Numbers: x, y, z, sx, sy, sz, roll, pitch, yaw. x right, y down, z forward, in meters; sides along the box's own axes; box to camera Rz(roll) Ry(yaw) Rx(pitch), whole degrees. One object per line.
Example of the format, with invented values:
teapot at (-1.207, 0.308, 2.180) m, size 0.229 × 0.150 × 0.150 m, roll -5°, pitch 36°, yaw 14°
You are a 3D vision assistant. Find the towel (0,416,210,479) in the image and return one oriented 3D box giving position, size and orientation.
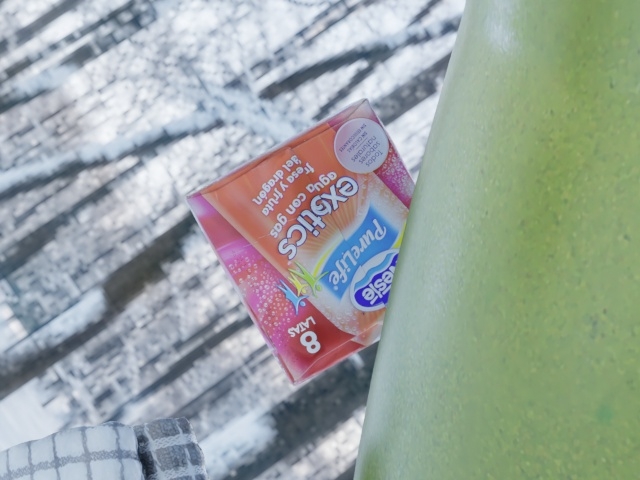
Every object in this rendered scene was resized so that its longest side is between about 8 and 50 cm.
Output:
towel at (-0.164, 0.247, 0.763) m, size 0.121 × 0.283 × 0.235 m, roll 6°, pitch 66°, yaw -49°

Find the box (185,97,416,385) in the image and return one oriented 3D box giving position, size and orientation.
box at (0.000, 0.000, 0.855) m, size 0.128 × 0.122 × 0.257 m, roll 60°, pitch -2°, yaw -2°

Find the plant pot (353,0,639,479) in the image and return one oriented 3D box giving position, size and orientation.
plant pot at (0.167, 0.049, 0.431) m, size 0.366 × 0.366 × 0.353 m, roll -142°, pitch -135°, yaw -57°
